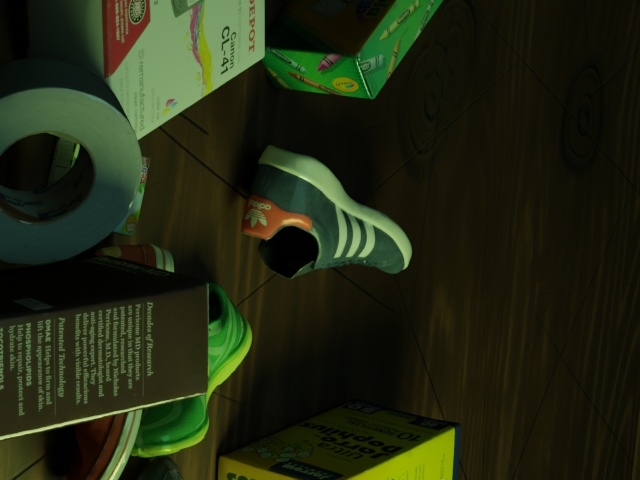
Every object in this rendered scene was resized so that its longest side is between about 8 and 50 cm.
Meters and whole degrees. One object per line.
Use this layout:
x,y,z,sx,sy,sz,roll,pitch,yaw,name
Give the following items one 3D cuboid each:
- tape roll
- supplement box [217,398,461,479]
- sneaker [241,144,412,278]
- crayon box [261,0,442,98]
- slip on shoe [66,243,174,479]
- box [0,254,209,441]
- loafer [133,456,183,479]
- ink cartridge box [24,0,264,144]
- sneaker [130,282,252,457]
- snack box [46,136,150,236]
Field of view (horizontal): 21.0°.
-0.305,-0.084,1.857,0.219,0.072,0.219,-11,125,-17,tape roll
0.030,0.375,2.489,0.356,0.194,0.195,-16,112,-55,supplement box
0.000,0.000,2.424,0.350,0.131,0.148,36,75,-48,sneaker
0.056,-0.317,2.372,0.278,0.165,0.081,-56,140,-33,crayon box
-0.264,0.160,2.082,0.101,0.123,0.331,12,95,-23,slip on shoe
-0.319,0.114,1.823,0.381,0.191,0.143,-7,104,-44,box
-0.165,0.404,2.287,0.095,0.109,0.302,-61,140,-34,loafer
-0.198,-0.267,2.003,0.306,0.131,0.226,-39,140,-45,ink cartridge box
-0.183,0.163,2.189,0.295,0.109,0.123,-64,139,-50,sneaker
-0.266,-0.065,2.063,0.141,0.037,0.100,15,87,-57,snack box
